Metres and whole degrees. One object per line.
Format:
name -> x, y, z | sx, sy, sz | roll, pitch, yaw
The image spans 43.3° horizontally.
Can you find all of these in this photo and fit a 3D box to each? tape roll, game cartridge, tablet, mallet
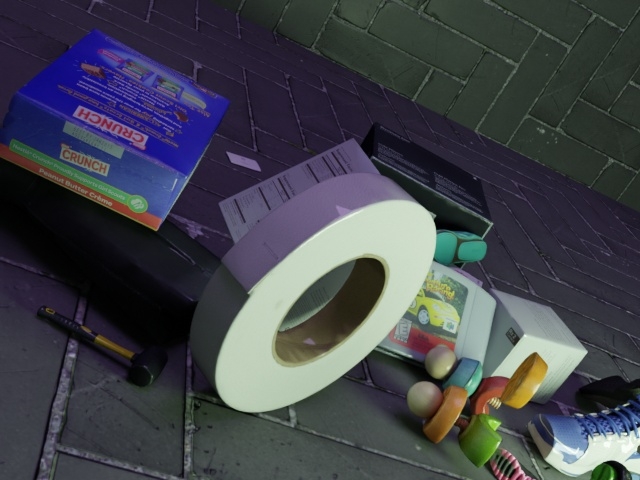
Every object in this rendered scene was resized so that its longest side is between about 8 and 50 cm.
tape roll -> -0.003, 0.080, 1.130 | 0.392, 0.392, 0.072 | 1, 37, -49
game cartridge -> 0.195, 0.137, 1.522 | 0.294, 0.060, 0.196 | 22, 68, -18
tablet -> -0.185, -0.190, 1.936 | 0.083, 0.006, 0.054 | 16, 27, -32
mallet -> -0.299, 0.135, 1.115 | 0.190, 0.039, 0.062 | 30, 24, 8

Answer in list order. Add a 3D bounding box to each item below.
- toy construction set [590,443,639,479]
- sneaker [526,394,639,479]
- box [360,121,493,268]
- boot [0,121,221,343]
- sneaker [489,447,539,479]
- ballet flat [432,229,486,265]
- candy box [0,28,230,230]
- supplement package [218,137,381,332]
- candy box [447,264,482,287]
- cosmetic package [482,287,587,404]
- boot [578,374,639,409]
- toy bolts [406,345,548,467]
toy construction set -> 0.423, 0.488, 1.077 | 0.237, 0.257, 0.309 | 36, 41, -20
sneaker -> 0.552, 0.352, 1.504 | 0.315, 0.182, 0.127 | 20, 24, -23
box -> 0.240, -0.113, 2.069 | 0.343, 0.179, 0.312 | 28, 24, -6
boot -> -0.302, -0.046, 1.327 | 0.445, 0.146, 0.367 | 33, 31, 13
sneaker -> 0.333, 0.394, 1.344 | 0.119, 0.047, 0.057 | 44, 12, 20
ballet flat -> 0.283, 0.014, 1.836 | 0.087, 0.083, 0.247 | 16, 8, 40
candy box -> -0.314, -0.185, 1.281 | 0.268, 0.122, 0.317 | 27, 29, -8
supplement package -> 0.000, 0.000, 1.373 | 0.198, 0.263, 0.199 | 61, -4, 49
candy box -> 0.259, 0.095, 1.810 | 0.196, 0.070, 0.165 | 32, 22, 4
cosmetic package -> 0.400, 0.215, 1.633 | 0.184, 0.151, 0.151 | 18, 26, -29
boot -> 0.639, 0.372, 1.679 | 0.083, 0.161, 0.246 | -19, -2, -14
toy bolts -> 0.256, 0.236, 1.376 | 0.158, 0.218, 0.228 | 35, 10, 5
